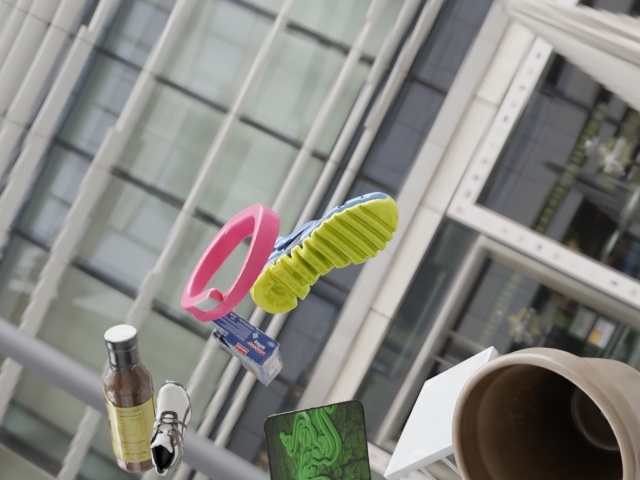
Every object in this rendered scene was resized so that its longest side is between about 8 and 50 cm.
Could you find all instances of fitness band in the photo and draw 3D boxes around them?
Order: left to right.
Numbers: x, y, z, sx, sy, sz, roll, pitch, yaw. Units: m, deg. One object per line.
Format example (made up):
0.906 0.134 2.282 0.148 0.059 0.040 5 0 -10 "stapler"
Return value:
-0.160 0.040 1.904 0.291 0.054 0.209 -23 37 62 "fitness band"

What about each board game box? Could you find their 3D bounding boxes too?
-0.150 0.215 2.160 0.060 0.194 0.194 -50 -27 -15 "board game box"

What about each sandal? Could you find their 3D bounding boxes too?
0.000 0.000 1.987 0.317 0.126 0.138 -30 32 12 "sandal"

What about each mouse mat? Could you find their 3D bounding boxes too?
0.000 0.334 1.554 0.007 0.153 0.189 -167 69 -73 "mouse mat"

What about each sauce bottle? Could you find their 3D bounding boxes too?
-0.415 0.345 2.340 0.111 0.111 0.344 -42 -43 -52 "sauce bottle"

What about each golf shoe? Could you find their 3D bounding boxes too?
-0.311 0.390 2.211 0.094 0.077 0.198 -6 -83 -87 "golf shoe"

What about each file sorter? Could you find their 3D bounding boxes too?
0.286 0.384 2.068 0.193 0.173 0.277 -36 12 39 "file sorter"

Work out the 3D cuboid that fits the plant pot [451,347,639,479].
0.345 0.258 1.450 0.229 0.263 0.263 -13 -50 -50 "plant pot"
